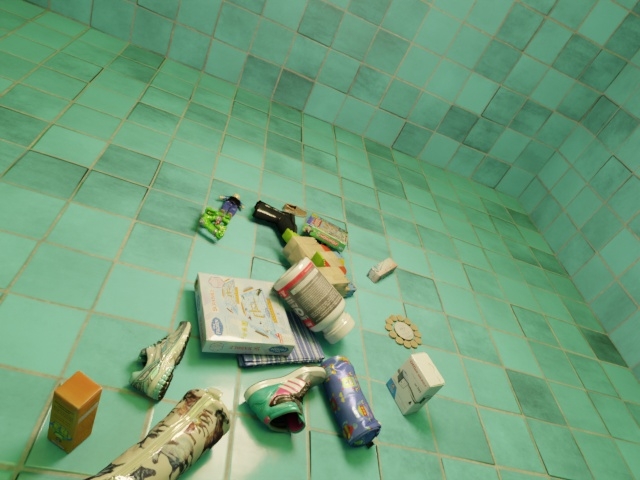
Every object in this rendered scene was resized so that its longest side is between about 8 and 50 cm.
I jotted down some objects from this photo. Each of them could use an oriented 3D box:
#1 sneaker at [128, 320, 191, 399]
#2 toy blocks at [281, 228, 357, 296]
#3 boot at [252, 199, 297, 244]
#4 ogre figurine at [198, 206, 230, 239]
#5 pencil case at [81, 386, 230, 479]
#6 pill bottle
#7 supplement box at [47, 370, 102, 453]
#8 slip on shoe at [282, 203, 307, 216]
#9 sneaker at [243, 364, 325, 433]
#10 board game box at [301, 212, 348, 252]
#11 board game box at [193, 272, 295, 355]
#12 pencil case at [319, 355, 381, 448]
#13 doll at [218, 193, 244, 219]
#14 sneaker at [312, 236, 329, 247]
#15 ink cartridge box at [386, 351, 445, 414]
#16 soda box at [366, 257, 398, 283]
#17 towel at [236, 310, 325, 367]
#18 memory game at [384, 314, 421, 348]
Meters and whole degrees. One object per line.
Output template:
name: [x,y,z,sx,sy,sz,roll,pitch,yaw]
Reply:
sneaker: [-0.487,0.343,1.446,0.122,0.110,0.283,21,34,-5]
toy blocks: [0.014,0.117,2.073,0.260,0.191,0.381,3,41,-51]
boot: [-0.220,-0.085,2.203,0.207,0.094,0.247,20,28,-19]
ogre figurine: [-0.458,-0.085,2.036,0.118,0.097,0.197,32,44,-16]
pencil case: [-0.403,0.541,1.180,0.159,0.184,0.410,37,34,13]
pill bottle: [-0.016,0.234,1.797,0.319,0.176,0.176,49,34,-4]
supplement box: [-0.600,0.422,1.144,0.078,0.234,0.080,33,37,5]
slip on shoe: [-0.127,-0.158,2.416,0.135,0.041,0.052,16,36,-18]
sneaker: [-0.077,0.513,1.500,0.295,0.124,0.178,-10,44,-33]
board game box: [0.028,-0.044,2.280,0.213,0.046,0.317,29,13,-2]
board game box: [-0.277,0.261,1.680,0.317,0.066,0.319,11,34,-28]
pencil case: [0.099,0.542,1.596,0.133,0.120,0.306,-9,47,-22]
doll: [-0.422,-0.172,2.216,0.128,0.046,0.189,26,34,-6]
sneaker: [0.000,0.000,2.305,0.109,0.040,0.044,32,36,5]
ink cartridge box: [0.346,0.527,1.732,0.082,0.191,0.140,2,42,-34]
soda box: [0.305,0.146,2.319,0.063,0.058,0.183,43,36,19]
towel: [-0.166,0.358,1.730,0.335,0.040,0.243,6,38,-33]
memory game: [0.366,0.400,2.074,0.186,0.012,0.186,20,35,-14]
